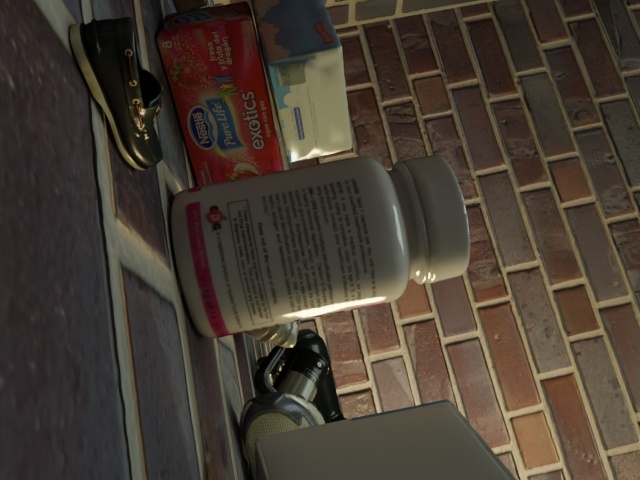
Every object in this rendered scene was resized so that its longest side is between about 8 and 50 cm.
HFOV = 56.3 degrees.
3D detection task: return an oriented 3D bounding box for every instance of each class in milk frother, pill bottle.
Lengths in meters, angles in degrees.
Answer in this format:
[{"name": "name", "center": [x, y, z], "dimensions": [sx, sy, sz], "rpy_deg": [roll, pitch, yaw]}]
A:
[{"name": "milk frother", "center": [-0.076, 0.283, 1.153], "dimensions": [0.143, 0.129, 0.134], "rpy_deg": [-53, -177, 47]}, {"name": "pill bottle", "center": [0.000, 0.000, 0.636], "dimensions": [0.160, 0.283, 0.160], "rpy_deg": [169, -90, -87]}]

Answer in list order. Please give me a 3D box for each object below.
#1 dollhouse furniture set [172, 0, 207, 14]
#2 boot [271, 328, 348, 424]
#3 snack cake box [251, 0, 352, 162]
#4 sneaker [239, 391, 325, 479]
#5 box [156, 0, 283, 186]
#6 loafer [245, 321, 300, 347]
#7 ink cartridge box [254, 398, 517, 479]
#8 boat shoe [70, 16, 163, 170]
[{"name": "dollhouse furniture set", "center": [-0.076, -0.306, 0.633], "dimensions": [0.262, 0.259, 0.135], "rpy_deg": [-107, 177, -72]}, {"name": "boot", "center": [0.083, 0.439, 1.288], "dimensions": [0.445, 0.146, 0.366], "rpy_deg": [36, -39, 42]}, {"name": "snack cake box", "center": [-0.033, -0.250, 0.796], "dimensions": [0.152, 0.089, 0.264], "rpy_deg": [79, -2, -48]}, {"name": "sneaker", "center": [-0.035, 0.321, 0.761], "dimensions": [0.122, 0.110, 0.282], "rpy_deg": [-101, -179, -64]}, {"name": "box", "center": [-0.130, -0.182, 0.832], "dimensions": [0.128, 0.123, 0.256], "rpy_deg": [-105, -176, -57]}, {"name": "loafer", "center": [-0.069, 0.061, 1.057], "dimensions": [0.111, 0.112, 0.319], "rpy_deg": [37, 34, -19]}, {"name": "ink cartridge box", "center": [0.060, 0.321, 0.522], "dimensions": [0.197, 0.198, 0.269], "rpy_deg": [-129, -144, -62]}, {"name": "boat shoe", "center": [-0.131, -0.097, 0.423], "dimensions": [0.133, 0.042, 0.048], "rpy_deg": [87, -11, -58]}]
